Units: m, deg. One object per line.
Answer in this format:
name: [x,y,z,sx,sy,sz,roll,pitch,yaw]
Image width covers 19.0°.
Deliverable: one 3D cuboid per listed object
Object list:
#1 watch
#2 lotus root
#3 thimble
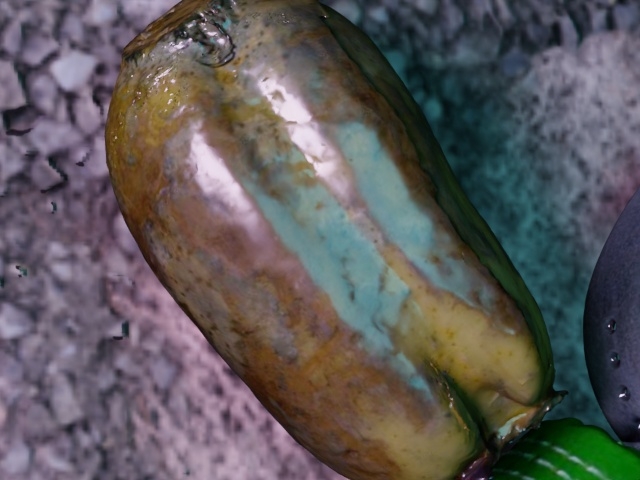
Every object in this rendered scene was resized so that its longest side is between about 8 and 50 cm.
watch: [0.239,0.056,1.063,0.206,0.068,0.193,25,66,-27]
lotus root: [0.000,0.000,0.942,0.152,0.160,0.275,-33,95,2]
thimble: [0.138,0.162,0.992,0.090,0.130,0.118,-37,124,-23]
